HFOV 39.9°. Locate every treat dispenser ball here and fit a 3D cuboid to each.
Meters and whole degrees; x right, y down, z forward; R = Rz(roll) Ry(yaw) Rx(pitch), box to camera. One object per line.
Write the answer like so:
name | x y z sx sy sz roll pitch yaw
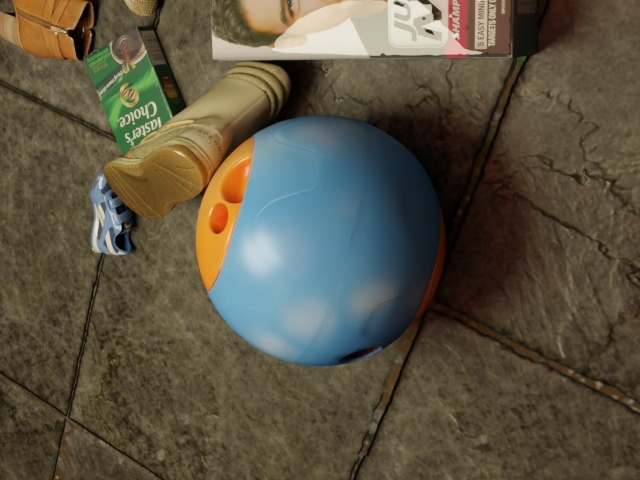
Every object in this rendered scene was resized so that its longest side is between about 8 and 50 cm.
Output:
treat dispenser ball | 0.000 0.000 1.020 0.288 0.288 0.288 7 106 26

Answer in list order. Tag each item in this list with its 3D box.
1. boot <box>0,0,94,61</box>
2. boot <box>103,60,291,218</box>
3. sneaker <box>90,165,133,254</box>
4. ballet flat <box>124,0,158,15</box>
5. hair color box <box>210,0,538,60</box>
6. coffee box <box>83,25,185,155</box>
boot | -0.393 -0.359 1.266 0.152 0.073 0.197 20 124 24
boot | -0.162 -0.134 1.147 0.095 0.203 0.262 49 151 -16
sneaker | -0.305 -0.043 1.311 0.059 0.053 0.144 17 119 24
ballet flat | -0.243 -0.405 1.167 0.067 0.073 0.206 -1 104 46
hair color box | 0.054 -0.303 1.015 0.374 0.113 0.185 6 106 28
coffee box | -0.253 -0.196 1.248 0.113 0.040 0.184 -19 94 29
